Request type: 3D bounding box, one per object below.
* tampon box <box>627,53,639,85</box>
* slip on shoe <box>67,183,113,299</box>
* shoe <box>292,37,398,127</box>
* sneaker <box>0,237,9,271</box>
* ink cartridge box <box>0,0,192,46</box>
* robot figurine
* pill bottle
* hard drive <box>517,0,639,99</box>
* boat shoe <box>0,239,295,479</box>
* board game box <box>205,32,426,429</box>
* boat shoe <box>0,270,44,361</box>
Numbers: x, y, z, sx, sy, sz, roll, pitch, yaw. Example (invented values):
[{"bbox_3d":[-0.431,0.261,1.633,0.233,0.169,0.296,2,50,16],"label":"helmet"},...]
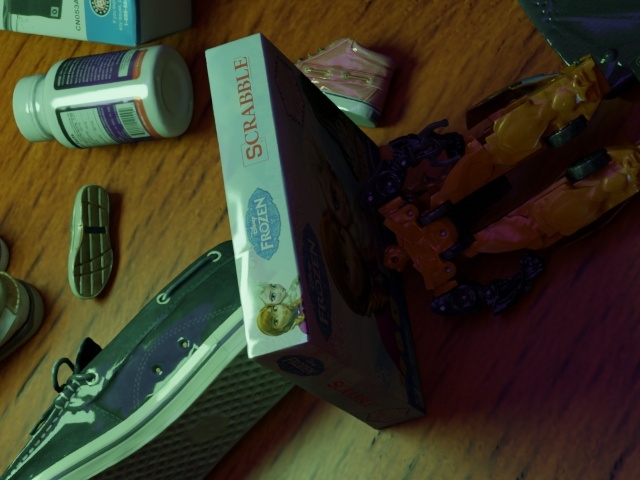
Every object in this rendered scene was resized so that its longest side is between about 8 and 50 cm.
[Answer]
[{"bbox_3d":[0.403,-0.134,1.701,0.120,0.101,0.161,-35,61,10],"label":"tampon box"},{"bbox_3d":[-0.271,0.003,2.000,0.041,0.051,0.135,-22,67,61],"label":"slip on shoe"},{"bbox_3d":[-0.002,-0.187,1.929,0.178,0.063,0.081,17,79,23],"label":"shoe"},{"bbox_3d":[-0.524,0.052,2.030,0.282,0.161,0.102,-36,64,11],"label":"sneaker"},{"bbox_3d":[-0.314,-0.361,2.035,0.307,0.129,0.223,10,113,27],"label":"ink cartridge box"},{"bbox_3d":[0.188,-0.051,1.756,0.291,0.085,0.211,-31,98,13],"label":"robot figurine"},{"bbox_3d":[-0.255,-0.163,2.007,0.193,0.108,0.108,-5,71,23],"label":"pill bottle"},{"bbox_3d":[0.296,-0.280,1.826,0.172,0.054,0.254,-36,63,10],"label":"hard drive"},{"bbox_3d":[-0.209,0.192,1.833,0.500,0.187,0.156,-43,55,1],"label":"boat shoe"},{"bbox_3d":[0.000,0.000,1.718,0.066,0.318,0.318,-17,67,18],"label":"board game box"},{"bbox_3d":[-0.462,0.145,2.001,0.302,0.103,0.113,-46,61,5],"label":"boat shoe"}]
